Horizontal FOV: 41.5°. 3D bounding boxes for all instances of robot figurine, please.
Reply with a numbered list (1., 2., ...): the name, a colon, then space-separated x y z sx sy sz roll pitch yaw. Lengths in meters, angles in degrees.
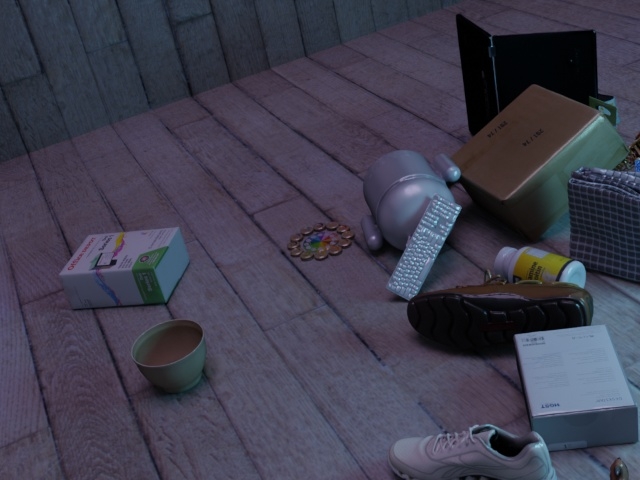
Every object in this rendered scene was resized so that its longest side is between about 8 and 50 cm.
1. robot figurine: 0.224 -0.100 2.145 0.300 0.199 0.353 -45 27 13

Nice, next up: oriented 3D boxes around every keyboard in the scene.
1. keyboard: 0.241 0.016 1.965 0.072 0.014 0.256 27 81 8

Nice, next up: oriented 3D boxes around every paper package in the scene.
1. paper package: 0.533 -0.203 2.119 0.325 0.168 0.309 -43 32 1

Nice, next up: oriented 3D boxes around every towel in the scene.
1. towel: 0.668 -0.030 1.826 0.283 0.235 0.121 17 47 41

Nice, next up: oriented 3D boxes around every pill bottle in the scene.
1. pill bottle: 0.478 0.072 1.854 0.103 0.103 0.184 -35 36 -32

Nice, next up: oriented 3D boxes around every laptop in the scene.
1. laptop: 0.577 -0.434 2.384 0.236 0.382 0.408 -15 30 -5

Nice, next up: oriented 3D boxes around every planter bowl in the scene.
1. planter bowl: -0.319 0.263 1.844 0.162 0.109 0.162 -10 30 6

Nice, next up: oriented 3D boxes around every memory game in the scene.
1. memory game: 0.000 0.000 2.253 0.186 0.012 0.186 -10 30 6

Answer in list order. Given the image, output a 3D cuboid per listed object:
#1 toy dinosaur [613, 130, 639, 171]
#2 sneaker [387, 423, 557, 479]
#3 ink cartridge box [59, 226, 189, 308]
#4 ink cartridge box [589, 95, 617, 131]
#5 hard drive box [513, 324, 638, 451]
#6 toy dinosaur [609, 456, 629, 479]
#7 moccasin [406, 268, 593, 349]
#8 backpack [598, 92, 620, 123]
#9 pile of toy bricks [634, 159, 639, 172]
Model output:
1. toy dinosaur: 0.836 -0.243 2.084 0.321 0.218 0.164 -12 71 18
2. sneaker: 0.253 0.363 1.448 0.292 0.118 0.110 -1 34 23
3. ink cartridge box: -0.515 0.072 2.232 0.278 0.117 0.201 -5 31 15
4. ink cartridge box: 0.714 -0.257 2.203 0.062 0.209 0.109 -19 30 -15
5. hard drive box: 0.463 0.266 1.552 0.181 0.089 0.232 -8 30 10
6. toy dinosaur: 0.443 0.456 1.133 0.127 0.200 0.296 -20 32 -11
7. moccasin: 0.367 0.139 1.751 0.380 0.139 0.147 -11 11 23
8. backpack: 0.752 -0.348 2.397 0.165 0.144 0.188 -18 10 -11
9. pile of toy bricks: 0.785 -0.091 2.005 0.118 0.105 0.212 -4 71 14
